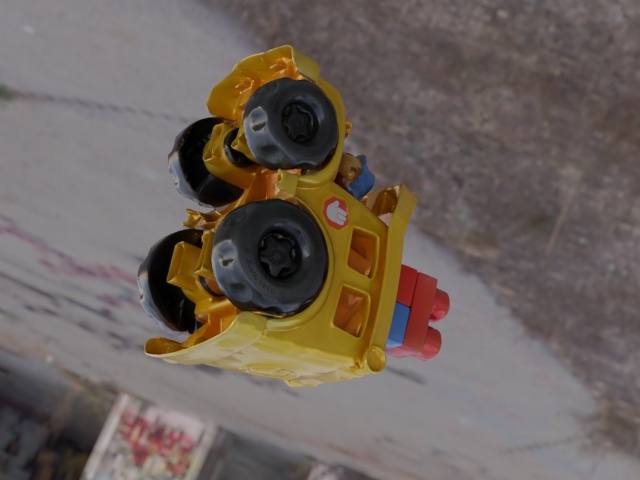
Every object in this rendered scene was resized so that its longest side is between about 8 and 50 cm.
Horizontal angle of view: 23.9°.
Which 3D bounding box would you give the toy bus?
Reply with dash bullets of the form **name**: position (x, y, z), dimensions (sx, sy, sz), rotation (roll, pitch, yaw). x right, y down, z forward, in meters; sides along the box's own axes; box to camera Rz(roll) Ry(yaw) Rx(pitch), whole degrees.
- **toy bus**: position (0.000, 0.000, 1.082), dimensions (0.211, 0.220, 0.149), rotation (20, 159, -26)
